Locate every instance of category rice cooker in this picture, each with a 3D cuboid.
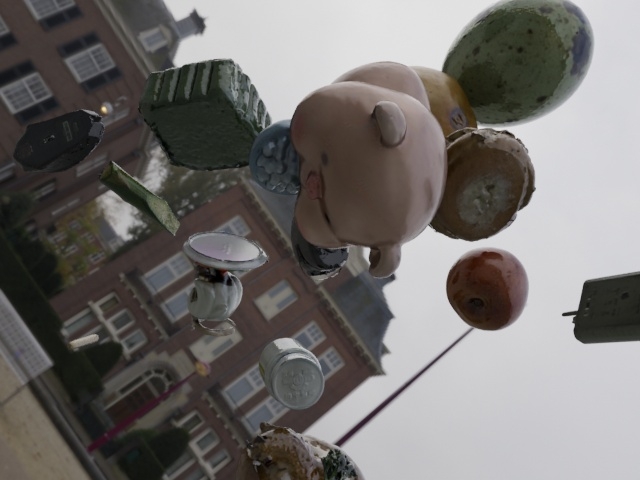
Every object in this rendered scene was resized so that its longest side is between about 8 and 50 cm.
[{"bbox_3d":[0.000,0.001,1.662,0.118,0.142,0.203,-10,-88,60],"label":"rice cooker"}]

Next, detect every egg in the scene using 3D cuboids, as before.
[{"bbox_3d":[0.447,-0.409,1.486,0.287,0.287,0.379,55,-33,1],"label":"egg"}]

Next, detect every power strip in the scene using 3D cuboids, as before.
[{"bbox_3d":[0.403,0.081,0.794,0.034,0.092,0.268,27,-21,-18],"label":"power strip"}]

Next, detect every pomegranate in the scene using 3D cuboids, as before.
[{"bbox_3d":[0.207,-0.240,1.418,0.307,0.307,0.307,42,-27,27],"label":"pomegranate"}]

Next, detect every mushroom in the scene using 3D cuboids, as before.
[{"bbox_3d":[-0.041,0.585,1.506,0.345,0.345,0.259,39,-55,33],"label":"mushroom"}]

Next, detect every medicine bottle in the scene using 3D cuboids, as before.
[{"bbox_3d":[-0.072,0.327,1.575,0.143,0.143,0.258,58,-10,-5],"label":"medicine bottle"}]

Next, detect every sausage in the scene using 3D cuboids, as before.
[{"bbox_3d":[-0.632,0.269,1.691,0.024,0.024,0.132,53,9,6],"label":"sausage"}]

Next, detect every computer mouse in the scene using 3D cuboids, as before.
[{"bbox_3d":[-0.446,-0.166,1.102,0.057,0.172,0.099,63,3,-62],"label":"computer mouse"}]

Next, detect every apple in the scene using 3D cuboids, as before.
[{"bbox_3d":[0.396,0.120,1.520,0.201,0.162,0.201,18,-46,20],"label":"apple"}]

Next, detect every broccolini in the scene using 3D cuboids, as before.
[{"bbox_3d":[0.013,0.454,1.131,0.071,0.254,0.057,5,-75,13],"label":"broccolini"}]

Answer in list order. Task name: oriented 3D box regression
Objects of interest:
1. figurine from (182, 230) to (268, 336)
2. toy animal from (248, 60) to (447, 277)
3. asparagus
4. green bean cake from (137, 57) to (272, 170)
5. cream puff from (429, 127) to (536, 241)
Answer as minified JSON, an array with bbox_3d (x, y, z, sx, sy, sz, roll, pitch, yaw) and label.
[{"bbox_3d":[-0.156,0.077,0.993,0.132,0.132,0.153,32,-62,43],"label":"figurine"},{"bbox_3d":[0.060,-0.100,0.762,0.229,0.221,0.210,21,-50,38],"label":"toy animal"},{"bbox_3d":[-0.309,-0.069,1.120,0.178,0.045,0.041,42,-1,-35],"label":"asparagus"},{"bbox_3d":[-0.223,-0.239,1.266,0.227,0.222,0.125,61,25,-51],"label":"green bean cake"},{"bbox_3d":[0.207,-0.078,0.859,0.150,0.165,0.115,50,13,-23],"label":"cream puff"}]
